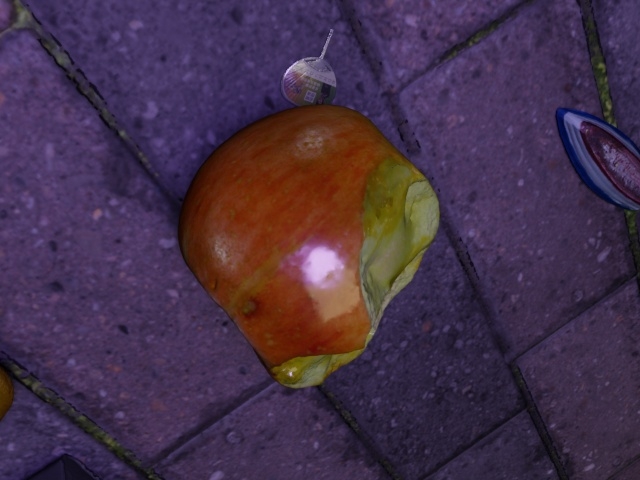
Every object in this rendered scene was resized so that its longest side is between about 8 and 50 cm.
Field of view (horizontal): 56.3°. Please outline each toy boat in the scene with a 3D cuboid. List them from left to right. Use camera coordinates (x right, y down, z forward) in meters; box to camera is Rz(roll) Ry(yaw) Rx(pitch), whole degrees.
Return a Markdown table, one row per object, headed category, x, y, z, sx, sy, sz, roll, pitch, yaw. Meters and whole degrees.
| category | x | y | z | sx | sy | sz | roll | pitch | yaw |
| --- | --- | --- | --- | --- | --- | --- | --- | --- | --- |
| toy boat | 0.378 | -0.103 | 0.778 | 0.229 | 0.046 | 0.080 | 31 | 105 | -35 |

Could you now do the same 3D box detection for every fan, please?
| category | x | y | z | sx | sy | sz | roll | pitch | yaw |
| --- | --- | --- | --- | --- | --- | --- | --- | --- | --- |
| fan | -0.001 | -0.165 | 0.606 | 0.080 | 0.003 | 0.060 | -42 | 125 | 4 |

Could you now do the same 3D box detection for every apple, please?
| category | x | y | z | sx | sy | sz | roll | pitch | yaw |
| --- | --- | --- | --- | --- | --- | --- | --- | --- | --- |
| apple | 0.000 | 0.000 | 0.555 | 0.226 | 0.246 | 0.246 | -39 | 125 | -9 |

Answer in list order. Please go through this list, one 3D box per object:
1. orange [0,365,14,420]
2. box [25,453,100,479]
| category | x | y | z | sx | sy | sz | roll | pitch | yaw |
| --- | --- | --- | --- | --- | --- | --- | --- | --- | --- |
| orange | -0.356 | 0.152 | 0.588 | 0.085 | 0.085 | 0.095 | -42 | 117 | 4 |
| box | -0.303 | 0.401 | 0.722 | 0.178 | 0.138 | 0.274 | -36 | 126 | -6 |
